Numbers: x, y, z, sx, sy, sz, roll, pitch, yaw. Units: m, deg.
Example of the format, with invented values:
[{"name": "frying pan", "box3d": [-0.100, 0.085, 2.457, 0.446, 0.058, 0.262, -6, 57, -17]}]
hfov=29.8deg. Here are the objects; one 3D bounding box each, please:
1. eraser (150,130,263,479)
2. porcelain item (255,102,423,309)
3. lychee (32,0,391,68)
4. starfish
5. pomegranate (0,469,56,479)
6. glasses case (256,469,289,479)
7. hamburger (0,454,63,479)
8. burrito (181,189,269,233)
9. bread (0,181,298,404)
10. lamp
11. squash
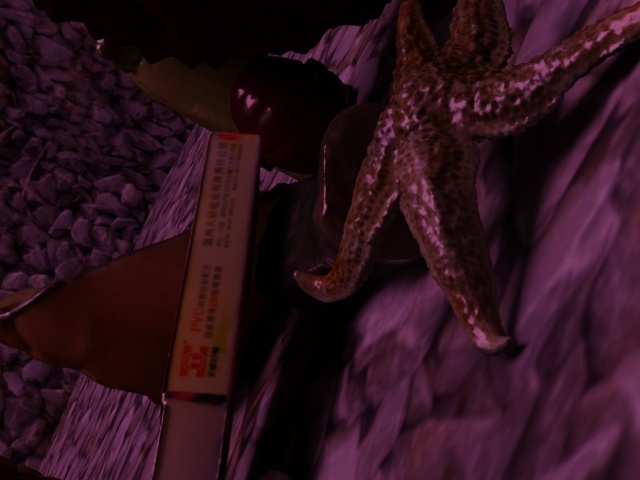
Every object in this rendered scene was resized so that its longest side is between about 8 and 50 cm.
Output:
[{"name": "eraser", "box3d": [-0.065, 0.074, 0.690, 0.157, 0.038, 0.230, 101, 175, -54]}, {"name": "porcelain item", "box3d": [0.000, 0.000, 0.666, 0.216, 0.069, 0.081, 141, 135, -66]}, {"name": "lychee", "box3d": [-0.058, -0.328, 0.830, 0.500, 0.424, 0.424, -14, -39, -54]}, {"name": "starfish", "box3d": [0.057, -0.050, 0.490, 0.217, 0.050, 0.223, -33, 45, 31]}, {"name": "pomegranate", "box3d": [-0.096, 0.174, 0.467, 0.248, 0.214, 0.214, -31, -11, -34]}, {"name": "glasses case", "box3d": [-0.036, 0.147, 0.627, 0.083, 0.021, 0.032, 124, 164, -48]}, {"name": "hamburger", "box3d": [-0.368, 0.320, 1.217, 0.276, 0.276, 0.236, 166, 127, -76]}, {"name": "burrito", "box3d": [-0.112, 0.023, 1.184, 0.058, 0.063, 0.229, -35, -16, -45]}, {"name": "bread", "box3d": [-0.113, 0.063, 0.896, 0.252, 0.133, 0.174, -23, 2, -16]}, {"name": "lamp", "box3d": [-0.022, -0.094, 0.906, 0.090, 0.101, 0.101, -48, 14, 11]}, {"name": "squash", "box3d": [-0.086, -0.127, 0.980, 0.094, 0.224, 0.094, -56, 20, 33]}]
